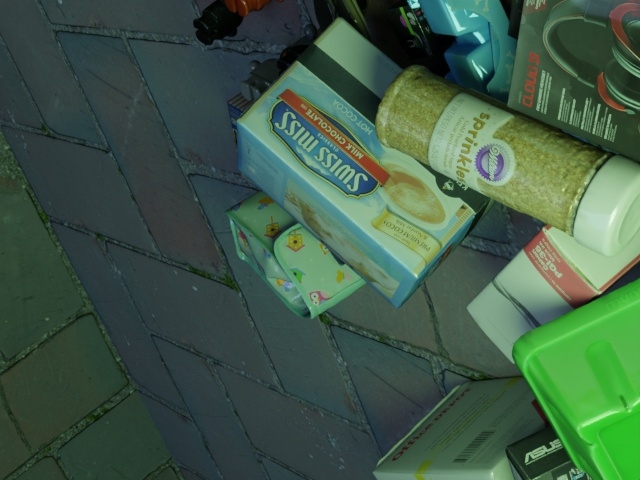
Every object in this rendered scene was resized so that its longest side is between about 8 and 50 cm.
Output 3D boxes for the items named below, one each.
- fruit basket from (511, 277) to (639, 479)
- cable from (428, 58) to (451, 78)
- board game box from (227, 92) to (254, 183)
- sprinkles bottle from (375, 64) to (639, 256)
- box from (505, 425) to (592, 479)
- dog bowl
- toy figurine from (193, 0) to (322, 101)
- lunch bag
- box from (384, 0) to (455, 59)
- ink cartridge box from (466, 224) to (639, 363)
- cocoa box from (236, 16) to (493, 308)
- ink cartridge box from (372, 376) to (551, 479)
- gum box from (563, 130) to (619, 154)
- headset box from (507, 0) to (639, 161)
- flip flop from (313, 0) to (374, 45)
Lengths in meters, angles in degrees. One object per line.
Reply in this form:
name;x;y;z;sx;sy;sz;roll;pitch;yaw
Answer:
fruit basket;0.456;0.145;1.549;0.392;0.392;0.283;9;138;53
cable;0.213;-0.186;1.785;0.151;0.047;0.184;16;135;49
board game box;-0.104;-0.174;2.293;0.147;0.045;0.193;33;147;32
sprinkles bottle;0.241;-0.106;1.506;0.355;0.121;0.121;29;145;29
box;0.475;0.409;1.789;0.097;0.318;0.395;-120;7;-59
dog bowl;0.203;-0.280;1.615;0.297;0.074;0.166;62;173;-17
toy figurine;-0.079;-0.348;1.952;0.209;0.148;0.213;51;151;-9
lunch bag;0.000;0.000;2.015;0.262;0.223;0.160;42;155;42
box;0.145;-0.314;1.734;0.062;0.052;0.083;2;125;56
ink cartridge box;0.350;0.033;1.658;0.117;0.207;0.283;49;152;9
cocoa box;0.071;-0.107;1.762;0.347;0.228;0.231;41;167;7
ink cartridge box;0.311;0.372;2.048;0.160;0.279;0.385;56;153;-8
gum box;0.356;-0.195;1.560;0.157;0.041;0.184;1;124;57
headset box;0.355;-0.224;1.389;0.293;0.110;0.218;28;139;24
flip flop;0.029;-0.398;1.800;0.277;0.080;0.112;68;157;2
